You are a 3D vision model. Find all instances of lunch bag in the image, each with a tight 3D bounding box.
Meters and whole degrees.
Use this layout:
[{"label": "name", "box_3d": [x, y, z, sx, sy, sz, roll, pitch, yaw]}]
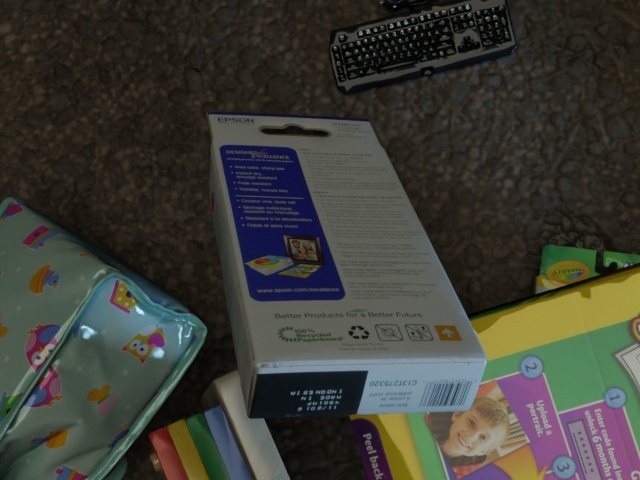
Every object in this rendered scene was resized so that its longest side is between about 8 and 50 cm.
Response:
[{"label": "lunch bag", "box_3d": [-0.266, 0.125, 0.831, 0.223, 0.160, 0.262, 26, 83, 44]}]

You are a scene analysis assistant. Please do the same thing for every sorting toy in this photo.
[{"label": "sorting toy", "box_3d": [-0.069, 0.256, 0.773, 0.089, 0.257, 0.255, -22, 81, -15]}]

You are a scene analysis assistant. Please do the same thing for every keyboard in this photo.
[{"label": "keyboard", "box_3d": [0.100, -0.221, 0.925, 0.192, 0.038, 0.100, -13, 82, 4]}]

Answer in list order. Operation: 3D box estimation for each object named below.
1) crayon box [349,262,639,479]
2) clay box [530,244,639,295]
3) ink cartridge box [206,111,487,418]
[{"label": "crayon box", "box_3d": [0.215, 0.229, 0.779, 0.313, 0.106, 0.362, -17, 85, 6]}, {"label": "clay box", "box_3d": [0.261, 0.121, 0.861, 0.128, 0.053, 0.221, 8, 85, 8]}, {"label": "ink cartridge box", "box_3d": [0.000, 0.000, 0.786, 0.176, 0.370, 0.069, 1, 128, -14]}]
